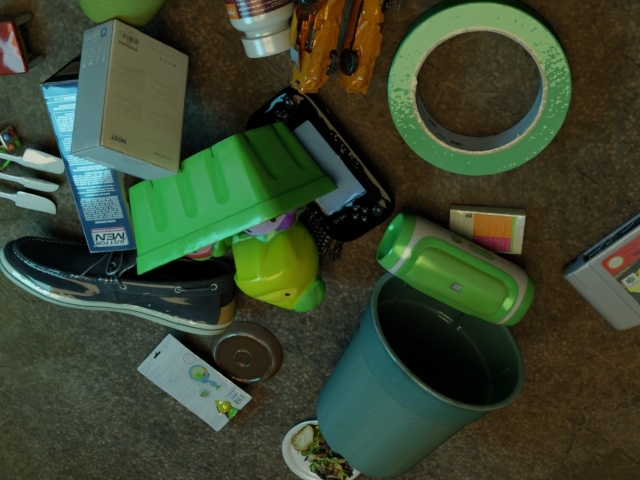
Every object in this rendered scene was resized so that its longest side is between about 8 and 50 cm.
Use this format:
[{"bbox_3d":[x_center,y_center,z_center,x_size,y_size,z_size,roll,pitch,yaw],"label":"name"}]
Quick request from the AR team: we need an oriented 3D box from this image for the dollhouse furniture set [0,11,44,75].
[{"bbox_3d":[-0.676,-0.475,1.626,0.201,0.152,0.374,-3,117,12],"label":"dollhouse furniture set"}]

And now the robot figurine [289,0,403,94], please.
[{"bbox_3d":[0.037,-0.399,1.547,0.211,0.085,0.291,-5,120,-31],"label":"robot figurine"}]

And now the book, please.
[{"bbox_3d":[0.327,-0.020,1.762,0.144,0.035,0.096,4,122,8],"label":"book"}]

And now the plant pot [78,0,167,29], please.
[{"bbox_3d":[-0.322,-0.511,1.503,0.275,0.274,0.293,23,135,-3],"label":"plant pot"}]

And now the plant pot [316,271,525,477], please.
[{"bbox_3d":[0.173,0.288,1.802,0.341,0.341,0.334,29,126,-6],"label":"plant pot"}]

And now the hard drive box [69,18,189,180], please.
[{"bbox_3d":[-0.335,-0.244,1.585,0.089,0.232,0.181,-8,162,38],"label":"hard drive box"}]

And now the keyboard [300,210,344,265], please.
[{"bbox_3d":[0.000,0.000,1.836,0.108,0.023,0.180,26,120,-4],"label":"keyboard"}]

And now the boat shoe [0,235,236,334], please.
[{"bbox_3d":[-0.409,0.060,1.855,0.500,0.187,0.156,14,118,-5],"label":"boat shoe"}]

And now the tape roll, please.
[{"bbox_3d":[0.283,-0.277,1.606,0.321,0.077,0.321,4,119,7],"label":"tape roll"}]

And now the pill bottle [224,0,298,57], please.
[{"bbox_3d":[-0.113,-0.442,1.562,0.121,0.121,0.221,-9,116,15],"label":"pill bottle"}]

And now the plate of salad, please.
[{"bbox_3d":[0.006,0.506,2.092,0.200,0.048,0.199,4,118,7],"label":"plate of salad"}]

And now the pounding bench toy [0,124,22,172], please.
[{"bbox_3d":[-0.649,-0.185,1.835,0.065,0.052,0.083,-14,115,17],"label":"pounding bench toy"}]

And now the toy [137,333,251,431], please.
[{"bbox_3d":[-0.282,0.316,2.036,0.237,0.056,0.137,41,116,-6],"label":"toy"}]

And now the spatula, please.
[{"bbox_3d":[-0.656,-0.139,1.836,0.242,0.019,0.168,15,139,-13],"label":"spatula"}]

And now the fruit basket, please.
[{"bbox_3d":[-0.139,-0.003,1.705,0.392,0.283,0.392,10,110,28],"label":"fruit basket"}]

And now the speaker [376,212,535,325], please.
[{"bbox_3d":[0.263,0.058,1.737,0.297,0.131,0.131,26,119,-10],"label":"speaker"}]

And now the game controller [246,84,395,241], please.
[{"bbox_3d":[0.000,-0.143,1.721,0.166,0.067,0.319,-35,101,23],"label":"game controller"}]

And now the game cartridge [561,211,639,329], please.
[{"bbox_3d":[0.645,0.045,1.729,0.196,0.060,0.294,41,117,-17],"label":"game cartridge"}]

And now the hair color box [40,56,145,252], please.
[{"bbox_3d":[-0.417,-0.169,1.733,0.105,0.174,0.347,-4,118,11],"label":"hair color box"}]

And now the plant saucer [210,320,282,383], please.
[{"bbox_3d":[-0.169,0.258,2.002,0.169,0.029,0.168,4,118,7],"label":"plant saucer"}]
